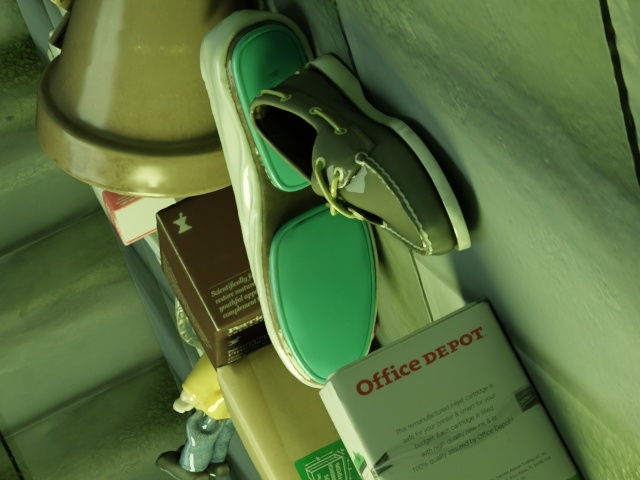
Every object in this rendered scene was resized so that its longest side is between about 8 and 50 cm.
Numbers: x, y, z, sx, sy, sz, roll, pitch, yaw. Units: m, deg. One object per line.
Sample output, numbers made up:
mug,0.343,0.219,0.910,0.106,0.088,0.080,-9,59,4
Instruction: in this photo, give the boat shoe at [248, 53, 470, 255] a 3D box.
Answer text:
boat shoe,0.031,-0.065,1.388,0.305,0.091,0.109,50,161,51

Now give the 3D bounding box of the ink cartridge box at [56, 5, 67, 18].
ink cartridge box,-0.270,-0.292,2.137,0.289,0.121,0.211,66,168,-8

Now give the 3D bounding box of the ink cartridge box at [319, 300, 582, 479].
ink cartridge box,0.118,0.186,1.370,0.219,0.160,0.092,63,168,9

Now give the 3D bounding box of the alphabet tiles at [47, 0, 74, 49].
alphabet tiles,-0.239,-0.296,1.744,0.009,0.198,0.237,33,-178,3

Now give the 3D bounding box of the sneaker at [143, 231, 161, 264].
sneaker,-0.286,-0.019,2.825,0.258,0.094,0.091,64,164,-3

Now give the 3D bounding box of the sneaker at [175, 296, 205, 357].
sneaker,-0.201,0.140,2.777,0.129,0.111,0.297,-120,12,-46

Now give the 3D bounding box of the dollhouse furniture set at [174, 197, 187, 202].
dollhouse furniture set,-0.127,-0.106,2.136,0.151,0.123,0.144,25,-157,-48

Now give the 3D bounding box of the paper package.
paper package,0.025,0.290,1.899,0.325,0.168,0.309,61,174,20

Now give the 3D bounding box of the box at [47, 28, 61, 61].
box,-0.222,-0.203,1.969,0.181,0.182,0.119,64,167,1

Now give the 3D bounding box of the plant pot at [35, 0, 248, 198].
plant pot,-0.172,-0.209,1.670,0.263,0.263,0.229,53,147,43

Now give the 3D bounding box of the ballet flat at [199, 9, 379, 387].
ballet flat,-0.035,-0.047,1.605,0.139,0.139,0.400,-142,35,-64

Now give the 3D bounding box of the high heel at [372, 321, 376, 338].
high heel,0.000,0.000,1.775,0.244,0.082,0.117,51,-147,-19

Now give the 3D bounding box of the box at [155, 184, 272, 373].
box,-0.089,0.034,1.917,0.167,0.168,0.203,61,168,16

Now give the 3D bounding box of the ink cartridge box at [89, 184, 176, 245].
ink cartridge box,-0.287,-0.122,2.465,0.218,0.158,0.092,55,166,37

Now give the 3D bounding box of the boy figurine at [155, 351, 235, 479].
boy figurine,-0.134,0.179,2.059,0.092,0.177,0.285,22,108,23
